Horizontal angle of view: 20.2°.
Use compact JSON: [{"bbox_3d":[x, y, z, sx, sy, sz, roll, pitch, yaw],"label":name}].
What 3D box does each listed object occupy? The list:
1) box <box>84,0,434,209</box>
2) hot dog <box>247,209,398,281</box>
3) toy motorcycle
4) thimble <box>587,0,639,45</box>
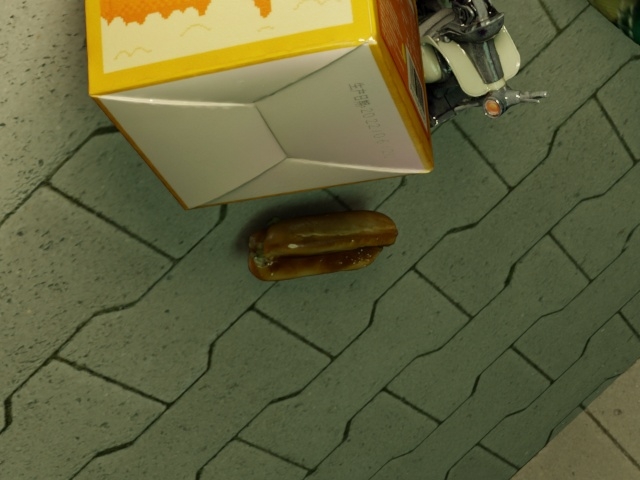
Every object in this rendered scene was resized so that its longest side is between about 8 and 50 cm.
[{"bbox_3d":[-0.052,-0.189,1.659,0.259,0.214,0.283,-8,157,11],"label":"box"},{"bbox_3d":[0.000,0.000,2.297,0.249,0.068,0.100,-6,150,-49],"label":"hot dog"},{"bbox_3d":[0.152,-0.208,2.020,0.091,0.157,0.263,-32,-171,-17],"label":"toy motorcycle"},{"bbox_3d":[0.464,-0.374,2.249,0.254,0.167,0.288,-6,138,-52],"label":"thimble"}]
